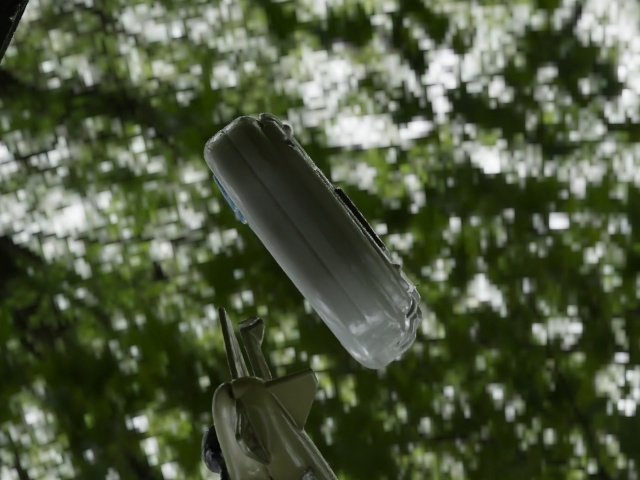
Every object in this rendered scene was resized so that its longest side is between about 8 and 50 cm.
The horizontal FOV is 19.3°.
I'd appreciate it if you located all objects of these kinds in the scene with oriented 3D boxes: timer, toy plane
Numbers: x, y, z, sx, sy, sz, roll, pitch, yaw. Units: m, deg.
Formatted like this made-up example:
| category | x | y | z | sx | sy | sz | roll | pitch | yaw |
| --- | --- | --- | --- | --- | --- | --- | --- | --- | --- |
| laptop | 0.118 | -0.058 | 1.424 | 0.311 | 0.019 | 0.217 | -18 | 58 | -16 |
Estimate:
| category | x | y | z | sx | sy | sz | roll | pitch | yaw |
| --- | --- | --- | --- | --- | --- | --- | --- | --- | --- |
| timer | -0.001 | 0.000 | 1.658 | 0.087 | 0.262 | 0.237 | -39 | -100 | 0 |
| toy plane | -0.018 | 0.160 | 1.114 | 0.092 | 0.244 | 0.229 | -15 | -141 | 2 |

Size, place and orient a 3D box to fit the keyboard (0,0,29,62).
| category | x | y | z | sx | sy | sz | roll | pitch | yaw |
| --- | --- | --- | --- | --- | --- | --- | --- | --- | --- |
| keyboard | -0.191 | -0.041 | 0.824 | 0.010 | 0.063 | 0.198 | 15 | -100 | 60 |
